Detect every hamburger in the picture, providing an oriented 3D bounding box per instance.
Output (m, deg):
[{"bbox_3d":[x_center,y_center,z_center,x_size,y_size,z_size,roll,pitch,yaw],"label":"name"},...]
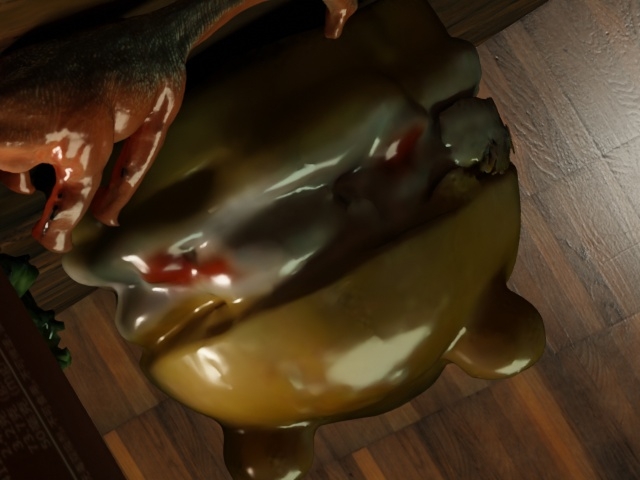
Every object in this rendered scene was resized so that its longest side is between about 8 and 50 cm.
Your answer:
[{"bbox_3d":[0.000,0.000,0.921,0.276,0.237,0.276,-28,-179,0],"label":"hamburger"}]

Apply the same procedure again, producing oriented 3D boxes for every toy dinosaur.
[{"bbox_3d":[-0.076,-0.049,0.576,0.279,0.055,0.101,-28,155,-57],"label":"toy dinosaur"}]

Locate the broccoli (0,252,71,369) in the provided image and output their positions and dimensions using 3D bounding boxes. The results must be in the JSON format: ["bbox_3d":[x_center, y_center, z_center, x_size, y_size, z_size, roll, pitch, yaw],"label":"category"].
[{"bbox_3d":[-0.202,0.210,0.949,0.274,0.397,0.353,-30,-171,10],"label":"broccoli"}]

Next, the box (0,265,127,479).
[{"bbox_3d":[-0.214,0.225,0.671,0.344,0.385,0.122,-31,179,24],"label":"box"}]
